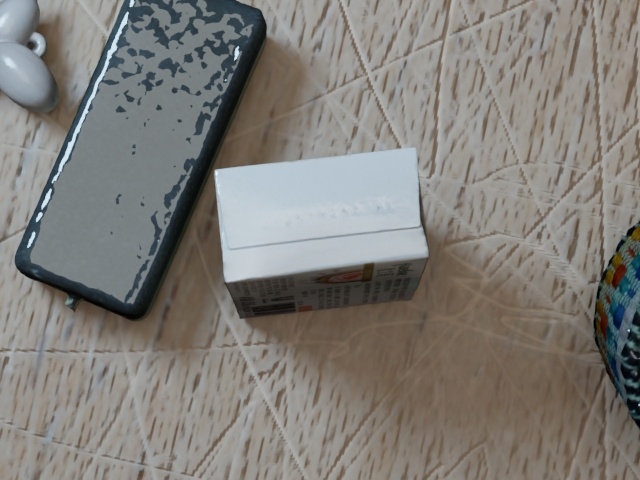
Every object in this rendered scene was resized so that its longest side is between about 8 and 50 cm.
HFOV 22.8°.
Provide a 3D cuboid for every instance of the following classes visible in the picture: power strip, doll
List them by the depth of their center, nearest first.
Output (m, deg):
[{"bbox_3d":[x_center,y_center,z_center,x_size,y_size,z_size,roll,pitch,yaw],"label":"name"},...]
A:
[{"bbox_3d":[-0.134,-0.066,1.172,0.105,0.070,0.256,22,82,4],"label":"power strip"},{"bbox_3d":[-0.274,-0.126,1.180,0.160,0.059,0.161,19,83,1],"label":"doll"}]

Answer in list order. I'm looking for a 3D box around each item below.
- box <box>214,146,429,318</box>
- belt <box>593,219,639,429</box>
[{"bbox_3d":[0.000,0.000,1.100,0.135,0.199,0.081,-7,82,-2],"label":"box"},{"bbox_3d":[0.344,0.060,1.119,0.295,0.160,0.206,-5,103,-1],"label":"belt"}]
